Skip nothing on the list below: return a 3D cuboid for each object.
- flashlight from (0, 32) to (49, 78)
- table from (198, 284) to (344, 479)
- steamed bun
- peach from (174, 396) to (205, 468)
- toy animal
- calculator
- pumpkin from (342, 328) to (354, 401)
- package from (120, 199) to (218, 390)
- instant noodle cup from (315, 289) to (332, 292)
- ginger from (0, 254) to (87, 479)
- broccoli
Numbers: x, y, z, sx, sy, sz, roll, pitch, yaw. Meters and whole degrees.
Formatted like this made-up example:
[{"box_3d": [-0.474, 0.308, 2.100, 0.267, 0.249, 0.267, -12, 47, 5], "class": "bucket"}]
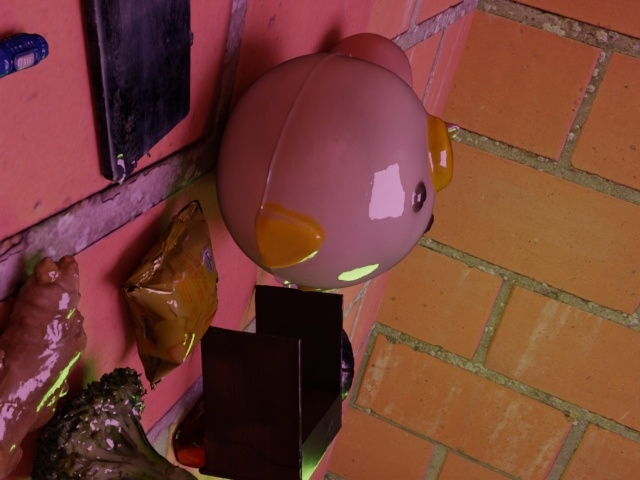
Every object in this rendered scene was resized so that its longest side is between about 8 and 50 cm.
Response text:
[{"box_3d": [-0.244, -0.129, 0.545, 0.121, 0.035, 0.057, -48, 155, -56], "class": "flashlight"}, {"box_3d": [-0.084, 0.255, 1.351, 0.250, 0.196, 0.282, -37, 130, -65], "class": "table"}, {"box_3d": [0.013, -0.091, 1.045, 0.334, 0.334, 0.374, -67, 162, -6], "class": "steamed bun"}, {"box_3d": [-0.201, 0.363, 1.447, 0.279, 0.068, 0.189, 5, 104, -76], "class": "peach"}, {"box_3d": [0.096, -0.230, 1.384, 0.269, 0.237, 0.326, -29, 139, -37], "class": "toy animal"}, {"box_3d": [-0.176, -0.194, 0.746, 0.161, 0.021, 0.261, -56, 162, -44], "class": "calculator"}, {"box_3d": [-0.035, 0.289, 1.738, 0.250, 0.216, 0.250, -52, -155, 36], "class": "pumpkin"}, {"box_3d": [-0.189, 0.075, 0.969, 0.226, 0.090, 0.168, 94, 20, -47], "class": "package"}, {"box_3d": [0.000, 0.000, 1.431, 0.205, 0.205, 0.153, -62, 176, -25], "class": "instant noodle cup"}, {"box_3d": [-0.284, 0.121, 0.718, 0.137, 0.074, 0.213, 84, 24, -63], "class": "ginger"}, {"box_3d": [-0.234, 0.260, 0.871, 0.220, 0.194, 0.194, -43, 152, -74], "class": "broccoli"}]
